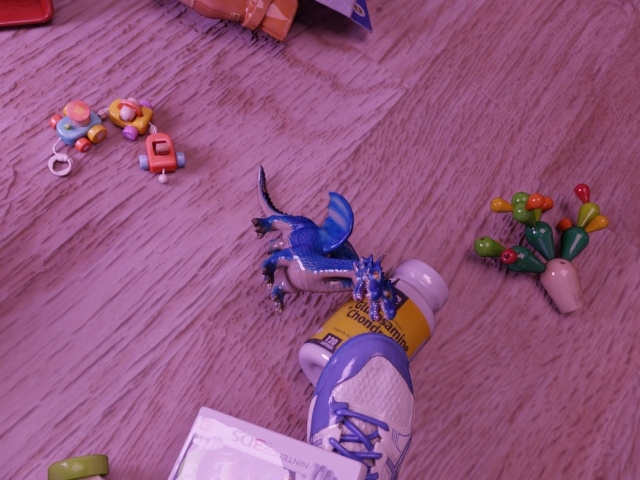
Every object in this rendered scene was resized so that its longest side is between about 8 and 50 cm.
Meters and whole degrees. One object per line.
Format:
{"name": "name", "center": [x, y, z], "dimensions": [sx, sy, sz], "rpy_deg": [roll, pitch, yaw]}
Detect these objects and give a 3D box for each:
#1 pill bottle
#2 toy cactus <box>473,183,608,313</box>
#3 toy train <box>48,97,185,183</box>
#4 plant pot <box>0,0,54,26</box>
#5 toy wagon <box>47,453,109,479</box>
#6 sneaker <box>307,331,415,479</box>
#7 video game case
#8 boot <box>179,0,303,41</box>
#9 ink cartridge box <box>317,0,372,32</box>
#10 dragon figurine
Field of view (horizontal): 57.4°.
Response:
{"name": "pill bottle", "center": [0.069, 0.106, 0.688], "dimensions": [0.103, 0.103, 0.184], "rpy_deg": [44, 62, 8]}
{"name": "toy cactus", "center": [0.325, 0.009, 0.816], "dimensions": [0.219, 0.112, 0.180], "rpy_deg": [-16, 80, -30]}
{"name": "toy train", "center": [-0.261, -0.134, 0.746], "dimensions": [0.167, 0.046, 0.125], "rpy_deg": [-4, 66, -17]}
{"name": "plant pot", "center": [-0.515, -0.440, 0.718], "dimensions": [0.267, 0.267, 0.235], "rpy_deg": [-16, 59, -21]}
{"name": "toy wagon", "center": [-0.226, 0.336, 0.518], "dimensions": [0.345, 0.068, 0.267], "rpy_deg": [-6, 67, -19]}
{"name": "sneaker", "center": [0.029, 0.235, 0.541], "dimensions": [0.112, 0.131, 0.296], "rpy_deg": [15, 87, -2]}
{"name": "video game case", "center": [-0.071, 0.253, 0.489], "dimensions": [0.173, 0.022, 0.190], "rpy_deg": [9, 63, 28]}
{"name": "boot", "center": [-0.116, -0.441, 0.903], "dimensions": [0.220, 0.109, 0.283], "rpy_deg": [21, 53, -11]}
{"name": "ink cartridge box", "center": [-0.007, -0.455, 0.914], "dimensions": [0.224, 0.045, 0.223], "rpy_deg": [15, 52, -33]}
{"name": "dragon figurine", "center": [0.000, 0.000, 0.696], "dimensions": [0.144, 0.085, 0.289], "rpy_deg": [-16, 38, -1]}
